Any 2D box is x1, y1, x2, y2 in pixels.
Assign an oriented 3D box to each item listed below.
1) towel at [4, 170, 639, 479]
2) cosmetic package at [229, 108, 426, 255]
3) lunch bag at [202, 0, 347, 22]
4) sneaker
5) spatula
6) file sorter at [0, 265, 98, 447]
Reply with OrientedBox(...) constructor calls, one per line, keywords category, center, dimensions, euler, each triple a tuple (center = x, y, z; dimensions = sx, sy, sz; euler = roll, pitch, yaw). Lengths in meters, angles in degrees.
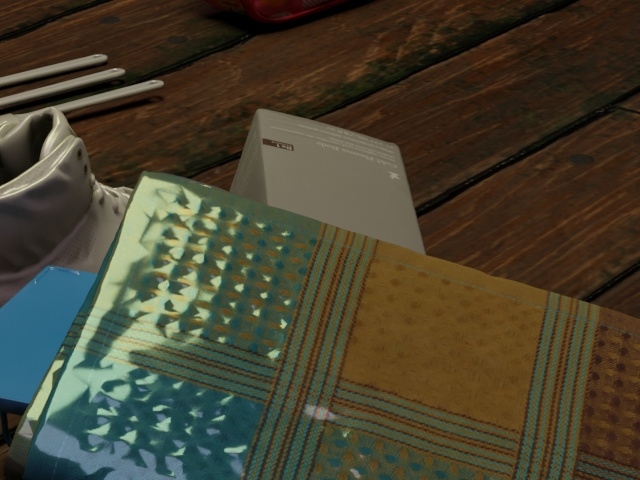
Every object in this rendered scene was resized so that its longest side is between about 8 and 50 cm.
OrientedBox(category="towel", center=(0.027, 0.100, 1.189), dimensions=(0.370, 0.040, 0.271), euler=(17, 44, 5))
OrientedBox(category="cosmetic package", center=(0.000, 0.000, 1.478), dimensions=(0.127, 0.107, 0.238), euler=(14, 21, -13))
OrientedBox(category="lunch bag", center=(-0.019, -0.392, 2.100), dimensions=(0.258, 0.293, 0.120), euler=(-22, 28, -36))
OrientedBox(category="sneaker", center=(-0.168, -0.027, 1.492), dimensions=(0.108, 0.169, 0.292), euler=(14, 28, 31))
OrientedBox(category="spatula", center=(-0.281, -0.134, 1.891), dimensions=(0.242, 0.019, 0.168), euler=(-16, 24, -30))
OrientedBox(category="file sorter", center=(-0.161, 0.105, 1.290), dimensions=(0.118, 0.104, 0.170), euler=(8, 27, 19))
